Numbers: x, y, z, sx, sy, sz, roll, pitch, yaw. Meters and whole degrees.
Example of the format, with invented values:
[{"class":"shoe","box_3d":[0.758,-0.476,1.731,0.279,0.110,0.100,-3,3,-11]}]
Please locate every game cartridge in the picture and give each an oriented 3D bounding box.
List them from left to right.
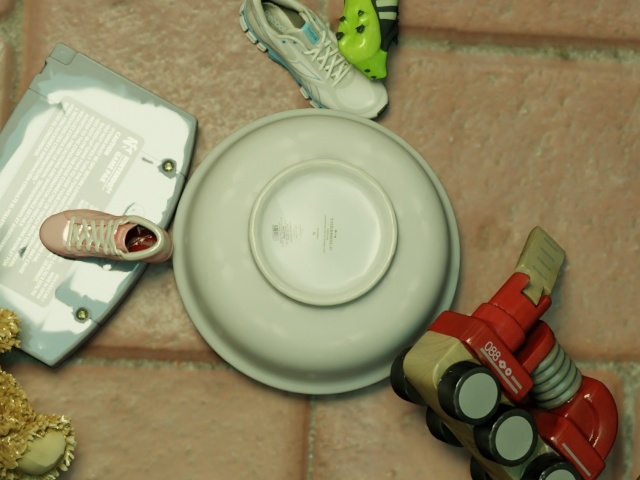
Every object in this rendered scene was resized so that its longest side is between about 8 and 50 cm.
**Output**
[{"class":"game cartridge","box_3d":[-0.259,-0.031,1.623,0.198,0.062,0.297,30,81,-2]}]

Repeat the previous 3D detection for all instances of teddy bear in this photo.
[{"class":"teddy bear","box_3d":[-0.394,0.140,1.555,0.338,0.113,0.245,29,111,-1]}]

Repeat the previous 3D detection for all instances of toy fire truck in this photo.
[{"class":"toy fire truck","box_3d":[0.213,0.116,1.583,0.246,0.158,0.217,-47,114,-15]}]

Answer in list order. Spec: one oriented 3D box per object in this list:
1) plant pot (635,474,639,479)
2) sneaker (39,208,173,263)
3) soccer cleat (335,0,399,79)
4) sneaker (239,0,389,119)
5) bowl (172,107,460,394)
[{"class":"plant pot","box_3d":[0.421,0.310,1.578,0.237,0.110,0.237,0,81,-2]},{"class":"sneaker","box_3d":[-0.213,-0.006,1.561,0.134,0.070,0.051,8,83,-1]},{"class":"soccer cleat","box_3d":[0.057,-0.246,1.661,0.060,0.072,0.179,-10,50,30]},{"class":"sneaker","box_3d":[-0.008,-0.195,1.645,0.190,0.083,0.071,39,80,2]},{"class":"bowl","box_3d":[0.000,0.000,1.562,0.297,0.134,0.298,1,81,-4]}]
